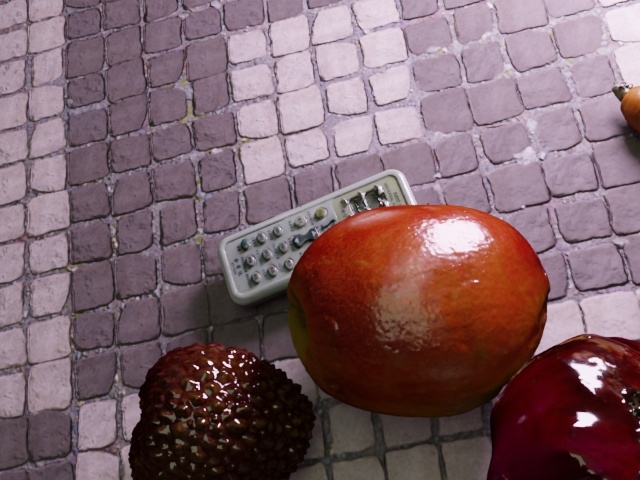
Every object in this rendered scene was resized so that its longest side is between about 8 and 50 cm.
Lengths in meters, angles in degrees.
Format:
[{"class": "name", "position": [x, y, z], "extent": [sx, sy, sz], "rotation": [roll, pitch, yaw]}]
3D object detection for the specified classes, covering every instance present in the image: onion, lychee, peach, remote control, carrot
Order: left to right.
[{"class": "lychee", "position": [-0.139, 0.271, 1.276], "extent": [0.271, 0.271, 0.271], "rotation": [-6, 66, 13]}, {"class": "remote control", "position": [0.000, 0.000, 1.442], "extent": [0.335, 0.065, 0.128], "rotation": [-22, 62, 5]}, {"class": "peach", "position": [0.141, 0.094, 1.241], "extent": [0.373, 0.372, 0.289], "rotation": [-7, 99, 12]}, {"class": "onion", "position": [0.338, 0.345, 1.099], "extent": [0.420, 0.398, 0.398], "rotation": [-53, 55, 37]}, {"class": "carrot", "position": [0.577, -0.140, 1.352], "extent": [0.069, 0.069, 0.336], "rotation": [-41, 66, -5]}]
